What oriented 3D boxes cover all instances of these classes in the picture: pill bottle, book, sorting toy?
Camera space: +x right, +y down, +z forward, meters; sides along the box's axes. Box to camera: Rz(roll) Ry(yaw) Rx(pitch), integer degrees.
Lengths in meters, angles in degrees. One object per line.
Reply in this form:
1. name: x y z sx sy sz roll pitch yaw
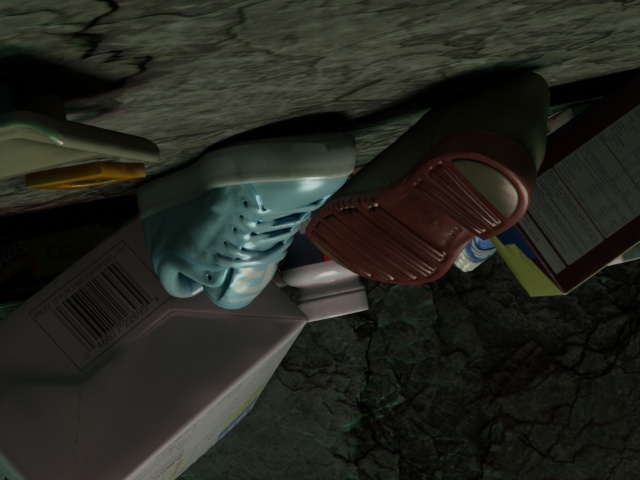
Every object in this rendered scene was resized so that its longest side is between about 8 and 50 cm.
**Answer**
1. pill bottle: 0.000 0.000 1.582 0.108 0.180 0.108 -12 178 0
2. book: 0.347 -0.148 1.578 0.144 0.035 0.096 -12 174 -8
3. sorting toy: -0.215 -0.060 0.815 0.196 0.047 0.348 -8 178 12

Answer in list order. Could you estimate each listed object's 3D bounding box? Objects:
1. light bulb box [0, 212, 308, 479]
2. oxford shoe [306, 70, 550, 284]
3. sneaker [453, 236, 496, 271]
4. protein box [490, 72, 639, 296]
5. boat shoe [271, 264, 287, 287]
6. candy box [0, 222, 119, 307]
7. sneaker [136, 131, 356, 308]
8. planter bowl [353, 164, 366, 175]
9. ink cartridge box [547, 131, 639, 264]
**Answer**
1. light bulb box: -0.243 0.180 1.607 0.358 0.225 0.361 -40 172 -25
2. oxford shoe: 0.106 -0.052 1.281 0.348 0.123 0.130 -24 -148 57
3. sneaker: 0.252 -0.064 1.775 0.147 0.129 0.330 -35 -177 27
4. protein box: 0.276 -0.054 1.408 0.201 0.136 0.200 -35 178 -2
5. boat shoe: -0.097 0.012 2.008 0.130 0.132 0.355 -13 176 24
6. candy box: -0.361 0.041 1.911 0.183 0.087 0.316 -12 177 1
7. sneaker: -0.064 -0.013 1.333 0.135 0.150 0.366 -11 178 -27
8. planter bowl: 0.093 -0.046 1.814 0.162 0.109 0.162 -12 178 0
9. ink cartridge box: 0.378 -0.061 1.830 0.082 0.190 0.140 -13 177 32
